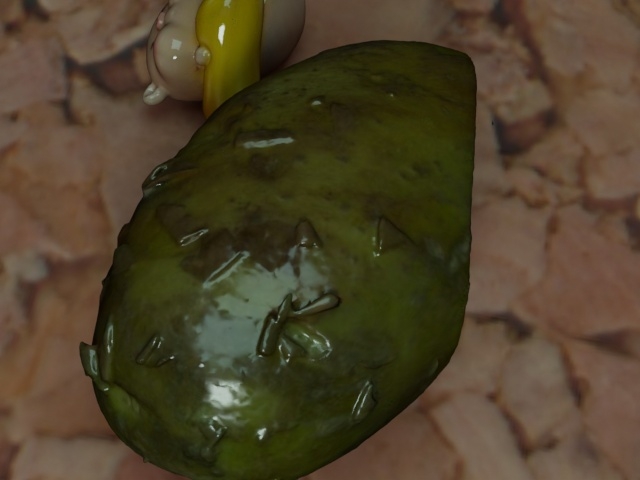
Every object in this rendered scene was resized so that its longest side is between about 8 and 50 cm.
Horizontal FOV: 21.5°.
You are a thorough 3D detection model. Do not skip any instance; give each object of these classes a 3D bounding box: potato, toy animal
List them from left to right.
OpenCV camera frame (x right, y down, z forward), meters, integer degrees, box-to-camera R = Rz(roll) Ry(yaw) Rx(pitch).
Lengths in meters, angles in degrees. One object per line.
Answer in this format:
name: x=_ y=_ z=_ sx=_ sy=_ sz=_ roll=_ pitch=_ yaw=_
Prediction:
toy animal: x=-0.062 y=-0.127 z=0.971 sx=0.082 sy=0.091 sz=0.114 roll=17 pitch=58 yaw=23
potato: x=0.000 y=0.000 z=0.859 sx=0.176 sy=0.141 sz=0.298 roll=32 pitch=60 yaw=5
